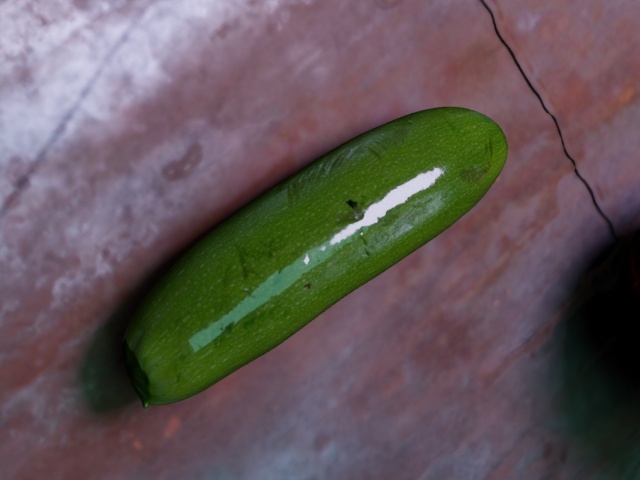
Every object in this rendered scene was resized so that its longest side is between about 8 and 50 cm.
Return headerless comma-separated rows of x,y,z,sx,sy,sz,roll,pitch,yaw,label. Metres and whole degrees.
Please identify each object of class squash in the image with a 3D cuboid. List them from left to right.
0.000,-0.002,0.883,0.292,0.082,0.082,-33,109,-21,squash

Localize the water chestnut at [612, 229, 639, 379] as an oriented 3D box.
0.324,0.048,0.983,0.224,0.223,0.238,37,109,-26,water chestnut
